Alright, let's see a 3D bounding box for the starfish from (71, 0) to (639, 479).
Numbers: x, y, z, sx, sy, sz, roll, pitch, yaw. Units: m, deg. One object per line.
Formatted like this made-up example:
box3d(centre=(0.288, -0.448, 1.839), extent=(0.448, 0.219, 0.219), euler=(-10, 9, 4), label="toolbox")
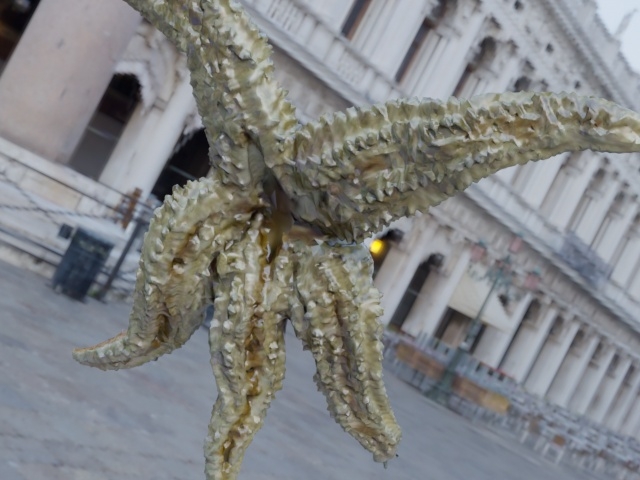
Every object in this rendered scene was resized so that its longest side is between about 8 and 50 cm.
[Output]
box3d(centre=(-0.010, 0.018, 0.501), extent=(0.301, 0.293, 0.084), euler=(20, 26, 11), label="starfish")
